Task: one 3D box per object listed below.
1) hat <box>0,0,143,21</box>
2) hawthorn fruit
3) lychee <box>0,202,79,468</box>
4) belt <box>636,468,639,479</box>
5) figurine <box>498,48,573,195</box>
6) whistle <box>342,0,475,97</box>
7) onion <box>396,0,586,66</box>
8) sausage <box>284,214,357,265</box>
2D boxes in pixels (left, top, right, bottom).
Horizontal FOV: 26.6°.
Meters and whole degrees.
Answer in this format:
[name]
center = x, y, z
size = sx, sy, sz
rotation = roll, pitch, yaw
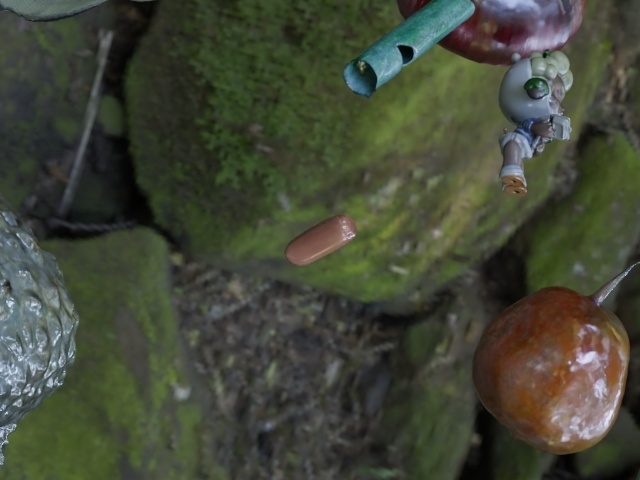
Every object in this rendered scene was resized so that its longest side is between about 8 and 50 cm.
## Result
[hat]
center = -0.150, -0.258, 1.111
size = 0.110, 0.252, 0.252
rotation = 38, 71, -47
[hawthorn fruit]
center = 0.208, 0.099, 1.226
size = 0.149, 0.149, 0.189
rotation = -24, 120, -60
[lychee]
center = -0.338, 0.075, 1.138
size = 0.274, 0.255, 0.255
rotation = 57, 42, -10
[belt]
center = 0.204, 0.094, 0.692
size = 0.087, 0.072, 0.302
rotation = -27, 131, -49
[figurine]
center = 0.271, -0.153, 1.704
size = 0.147, 0.093, 0.197
rotation = 66, 27, -63
[whistle]
center = 0.086, -0.189, 1.266
size = 0.186, 0.039, 0.039
rotation = -41, 142, -44
[onion]
center = 0.242, -0.375, 1.828
size = 0.273, 0.273, 0.285
rotation = -51, 169, -39
[sausage]
center = 0.000, 0.000, 1.390
size = 0.034, 0.083, 0.034
rotation = 37, 39, -37
